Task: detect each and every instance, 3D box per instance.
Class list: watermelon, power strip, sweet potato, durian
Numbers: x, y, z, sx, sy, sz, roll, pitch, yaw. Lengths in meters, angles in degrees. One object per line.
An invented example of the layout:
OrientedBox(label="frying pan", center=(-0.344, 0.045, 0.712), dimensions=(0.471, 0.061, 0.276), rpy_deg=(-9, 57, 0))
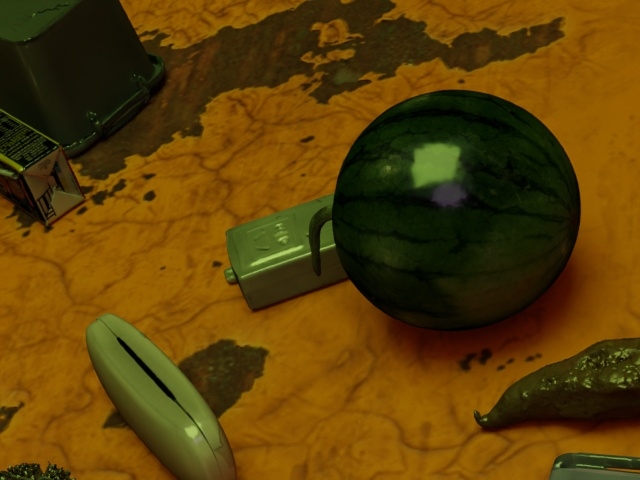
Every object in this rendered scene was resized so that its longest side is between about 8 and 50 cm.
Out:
OrientedBox(label="watermelon", center=(0.092, -0.025, 1.342), dimensions=(0.214, 0.188, 0.188), rpy_deg=(6, 45, 19))
OrientedBox(label="power strip", center=(0.000, 0.000, 1.465), dimensions=(0.175, 0.042, 0.075), rpy_deg=(-20, 37, -1))
OrientedBox(label="sweet potato", center=(0.208, 0.102, 1.248), dimensions=(0.206, 0.060, 0.068), rpy_deg=(-16, 4, 20))
OrientedBox(label="durian", center=(-0.217, 0.205, 1.288), dimensions=(0.080, 0.080, 0.091), rpy_deg=(15, 52, 35))

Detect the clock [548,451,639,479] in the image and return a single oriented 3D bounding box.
OrientedBox(label="clock", center=(0.237, 0.204, 1.046), dimensions=(0.193, 0.144, 0.073), rpy_deg=(2, 49, 24))

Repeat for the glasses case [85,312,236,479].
OrientedBox(label="glasses case", center=(-0.125, 0.126, 1.339), dimensions=(0.051, 0.081, 0.204), rpy_deg=(-31, 42, -17))

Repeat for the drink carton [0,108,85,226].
OrientedBox(label="drink carton", center=(-0.300, -0.079, 1.659), dimensions=(0.056, 0.071, 0.166), rpy_deg=(-36, 40, -24))

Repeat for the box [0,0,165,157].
OrientedBox(label="box", center=(-0.291, -0.201, 1.748), dimensions=(0.243, 0.135, 0.163), rpy_deg=(23, 55, 40))
